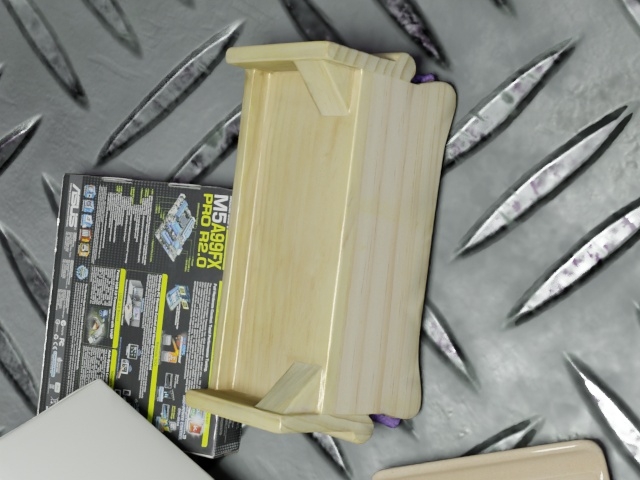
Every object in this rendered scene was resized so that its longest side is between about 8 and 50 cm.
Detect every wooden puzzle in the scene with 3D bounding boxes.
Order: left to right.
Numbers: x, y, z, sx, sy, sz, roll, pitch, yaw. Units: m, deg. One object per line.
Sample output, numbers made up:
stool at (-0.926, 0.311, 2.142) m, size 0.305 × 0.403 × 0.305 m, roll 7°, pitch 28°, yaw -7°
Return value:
wooden puzzle at (0.172, 0.310, 1.068) m, size 0.220 × 0.044 × 0.239 m, roll -13°, pitch 87°, yaw 21°

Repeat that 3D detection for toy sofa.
toy sofa at (0.000, 0.000, 1.113) m, size 0.150 × 0.177 × 0.363 m, roll 6°, pitch 90°, yaw 47°

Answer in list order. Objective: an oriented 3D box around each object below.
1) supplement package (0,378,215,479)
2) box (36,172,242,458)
supplement package at (-0.185, 0.308, 1.099) m, size 0.293 × 0.175 × 0.178 m, roll 38°, pitch 125°, yaw 16°
box at (-0.176, 0.072, 1.212) m, size 0.216 × 0.060 × 0.270 m, roll 6°, pitch 90°, yaw 22°
